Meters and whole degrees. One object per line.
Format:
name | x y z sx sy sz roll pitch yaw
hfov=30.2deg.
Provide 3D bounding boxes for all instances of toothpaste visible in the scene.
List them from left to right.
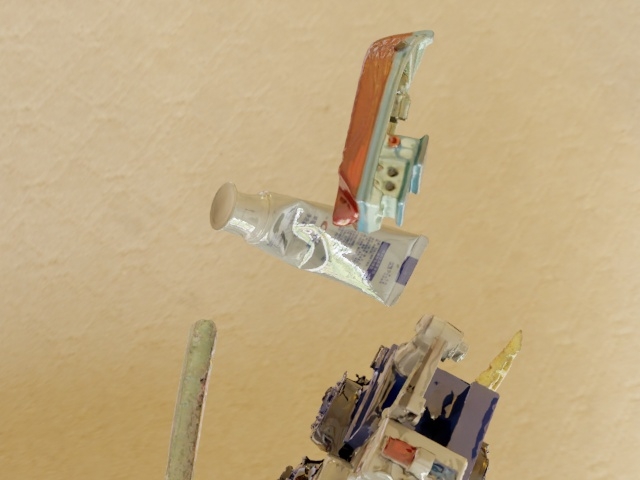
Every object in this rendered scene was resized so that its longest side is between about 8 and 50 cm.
toothpaste | 0.000 0.000 1.362 0.266 0.061 0.096 19 105 -29

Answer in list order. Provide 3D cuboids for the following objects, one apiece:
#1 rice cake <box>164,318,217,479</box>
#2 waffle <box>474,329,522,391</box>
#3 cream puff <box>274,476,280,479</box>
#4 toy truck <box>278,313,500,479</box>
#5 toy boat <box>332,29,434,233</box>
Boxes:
rice cake | -0.139 0.183 1.263 0.033 0.033 0.207 10 65 -5
waffle | 0.260 0.206 1.840 0.032 0.125 0.191 30 82 22
cream puff | 0.002 0.370 1.553 0.183 0.169 0.183 -13 119 -25
toy truck | 0.067 0.184 0.973 0.161 0.177 0.213 28 55 0
toy boat | 0.053 -0.084 0.869 0.059 0.069 0.173 10 65 6
